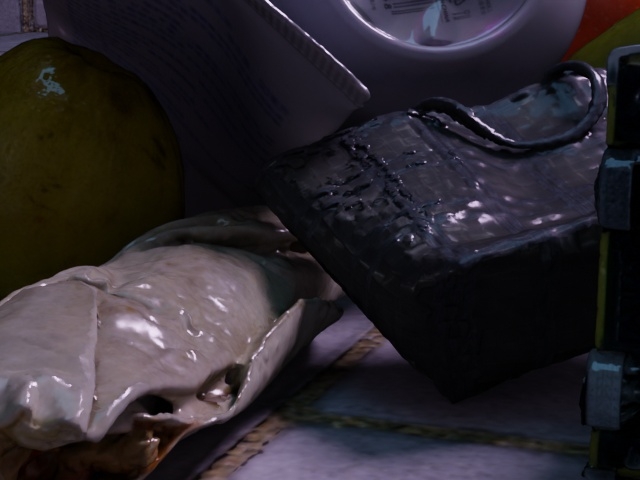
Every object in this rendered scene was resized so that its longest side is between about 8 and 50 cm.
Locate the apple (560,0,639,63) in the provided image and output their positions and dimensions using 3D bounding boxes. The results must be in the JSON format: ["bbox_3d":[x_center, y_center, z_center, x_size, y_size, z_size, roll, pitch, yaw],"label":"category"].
[{"bbox_3d":[0.250,-0.171,1.199,0.216,0.261,0.260,27,27,38],"label":"apple"}]

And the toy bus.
[{"bbox_3d":[0.154,0.007,0.568,0.088,0.175,0.101,4,10,18],"label":"toy bus"}]

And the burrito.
[{"bbox_3d":[-0.066,0.040,0.646,0.117,0.076,0.392,7,14,16],"label":"burrito"}]

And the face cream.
[{"bbox_3d":[-0.095,-0.105,0.888,0.235,0.137,0.420,40,-12,1],"label":"face cream"}]

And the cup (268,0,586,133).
[{"bbox_3d":[0.057,-0.154,0.960,0.212,0.212,0.317,-1,-7,-2],"label":"cup"}]

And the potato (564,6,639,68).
[{"bbox_3d":[0.282,-0.076,0.861,0.304,0.216,0.216,-5,11,12],"label":"potato"}]

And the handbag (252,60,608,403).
[{"bbox_3d":[0.114,-0.025,0.703,0.270,0.089,0.175,-16,41,-12],"label":"handbag"}]

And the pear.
[{"bbox_3d":[-0.146,-0.032,0.802,0.148,0.162,0.149,11,13,-3],"label":"pear"}]
